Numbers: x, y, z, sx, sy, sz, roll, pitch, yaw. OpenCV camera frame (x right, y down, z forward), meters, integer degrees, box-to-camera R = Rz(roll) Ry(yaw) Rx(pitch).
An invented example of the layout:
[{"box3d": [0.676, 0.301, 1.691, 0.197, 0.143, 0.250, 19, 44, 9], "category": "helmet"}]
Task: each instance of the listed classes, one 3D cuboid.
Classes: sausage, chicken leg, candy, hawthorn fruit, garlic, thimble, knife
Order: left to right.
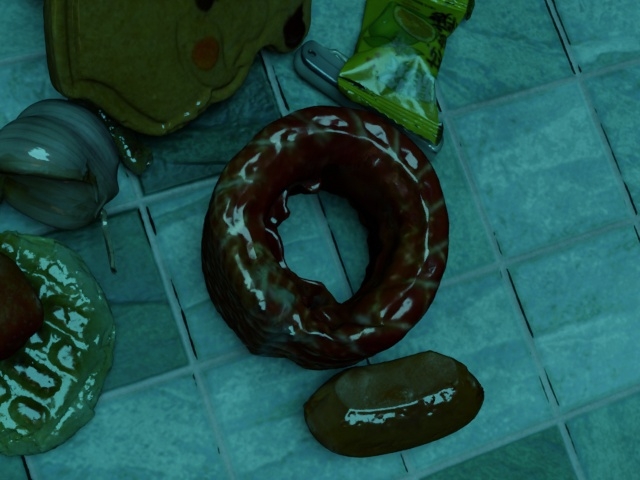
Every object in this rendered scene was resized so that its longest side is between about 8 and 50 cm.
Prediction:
[{"box3d": [-0.416, 0.088, 1.337, 0.138, 0.133, 0.133, 33, 72, 0], "category": "hawthorn fruit"}, {"box3d": [-0.365, -0.056, 1.435, 0.207, 0.207, 0.257, -12, 80, -16], "category": "garlic"}, {"box3d": [-0.301, -0.182, 1.534, 0.085, 0.069, 0.198, -30, 93, -42], "category": "chicken leg"}, {"box3d": [0.000, 0.000, 1.479, 0.350, 0.230, 0.350, 3, 76, -13], "category": "thimble"}, {"box3d": [0.077, -0.218, 1.645, 0.265, 0.040, 0.073, 35, 55, -5], "category": "knife"}, {"box3d": [0.105, 0.233, 1.507, 0.258, 0.133, 0.133, -11, 81, -14], "category": "sausage"}, {"box3d": [0.133, -0.298, 1.656, 0.187, 0.081, 0.297, 24, 58, -9], "category": "candy"}]

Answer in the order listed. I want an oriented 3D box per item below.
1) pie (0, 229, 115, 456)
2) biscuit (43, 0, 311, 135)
[{"box3d": [-0.416, 0.131, 1.428, 0.306, 0.071, 0.306, 3, 76, -13], "category": "pie"}, {"box3d": [-0.183, -0.340, 1.468, 0.455, 0.078, 0.350, -40, 130, -23], "category": "biscuit"}]
